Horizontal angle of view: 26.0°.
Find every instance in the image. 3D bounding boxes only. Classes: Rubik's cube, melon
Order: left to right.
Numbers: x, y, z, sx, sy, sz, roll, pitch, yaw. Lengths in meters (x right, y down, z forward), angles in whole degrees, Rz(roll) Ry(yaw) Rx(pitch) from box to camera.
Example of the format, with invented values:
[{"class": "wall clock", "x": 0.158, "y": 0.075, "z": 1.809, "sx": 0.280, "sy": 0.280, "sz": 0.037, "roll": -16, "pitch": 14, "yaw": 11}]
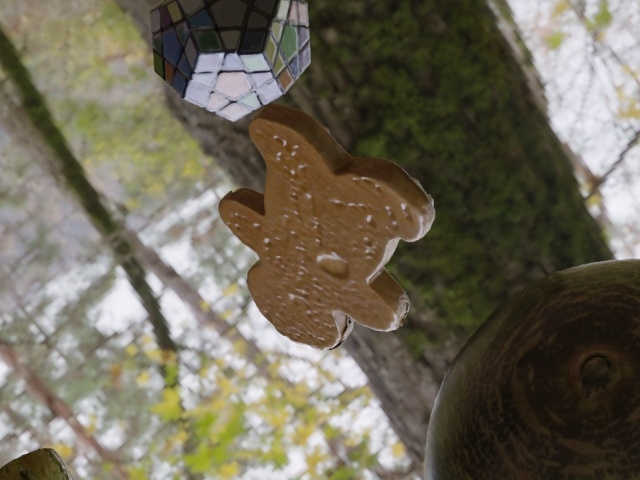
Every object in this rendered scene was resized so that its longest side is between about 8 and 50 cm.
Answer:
[{"class": "Rubik's cube", "x": -0.060, "y": -0.135, "z": 0.928, "sx": 0.111, "sy": 0.111, "sz": 0.093, "roll": -40, "pitch": 173, "yaw": -11}, {"class": "melon", "x": 0.190, "y": 0.151, "z": 0.804, "sx": 0.248, "sy": 0.329, "sz": 0.249, "roll": -11, "pitch": -130, "yaw": 14}]

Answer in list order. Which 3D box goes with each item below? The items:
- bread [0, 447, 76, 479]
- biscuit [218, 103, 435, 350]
[{"class": "bread", "x": -0.351, "y": 0.296, "z": 1.568, "sx": 0.156, "sy": 0.064, "sz": 0.117, "roll": -39, "pitch": 162, "yaw": 27}, {"class": "biscuit", "x": 0.000, "y": 0.000, "z": 1.343, "sx": 0.047, "sy": 0.216, "sz": 0.340, "roll": -48, "pitch": 162, "yaw": -31}]
